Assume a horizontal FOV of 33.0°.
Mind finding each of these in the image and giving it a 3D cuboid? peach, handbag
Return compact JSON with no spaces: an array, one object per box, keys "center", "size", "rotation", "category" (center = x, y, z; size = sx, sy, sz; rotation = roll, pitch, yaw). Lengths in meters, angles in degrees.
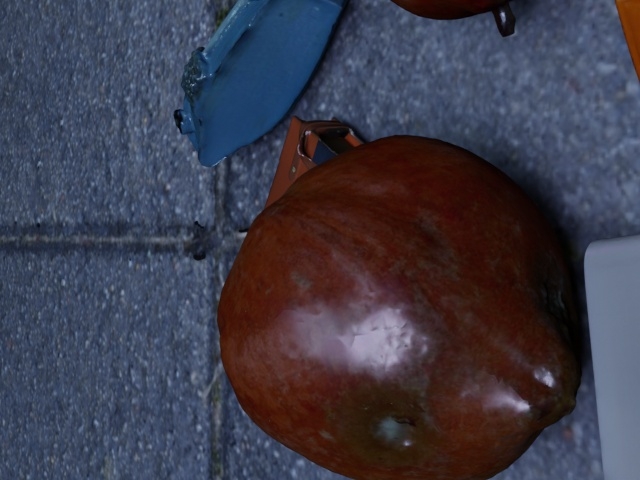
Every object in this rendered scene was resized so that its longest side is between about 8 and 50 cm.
[{"center":[0.063,0.056,0.706],"size":[0.256,0.232,0.232],"rotation":[24,108,57],"category":"peach"},{"center":[0.000,0.000,0.933],"size":[0.127,0.062,0.190],"rotation":[46,128,45],"category":"handbag"}]

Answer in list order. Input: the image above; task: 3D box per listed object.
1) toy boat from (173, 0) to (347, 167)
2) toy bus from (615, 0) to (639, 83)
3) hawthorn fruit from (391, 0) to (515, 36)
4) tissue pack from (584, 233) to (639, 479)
[{"center":[-0.064,-0.167,0.996],"size":[0.238,0.109,0.098],"rotation":[-53,29,34],"category":"toy boat"},{"center":[0.283,-0.094,0.413],"size":[0.329,0.153,0.143],"rotation":[8,126,59],"category":"toy bus"},{"center":[0.095,-0.234,0.731],"size":[0.185,0.185,0.202],"rotation":[-26,85,50],"category":"hawthorn fruit"},{"center":[0.239,0.114,0.521],"size":[0.136,0.159,0.246],"rotation":[-12,78,51],"category":"tissue pack"}]
